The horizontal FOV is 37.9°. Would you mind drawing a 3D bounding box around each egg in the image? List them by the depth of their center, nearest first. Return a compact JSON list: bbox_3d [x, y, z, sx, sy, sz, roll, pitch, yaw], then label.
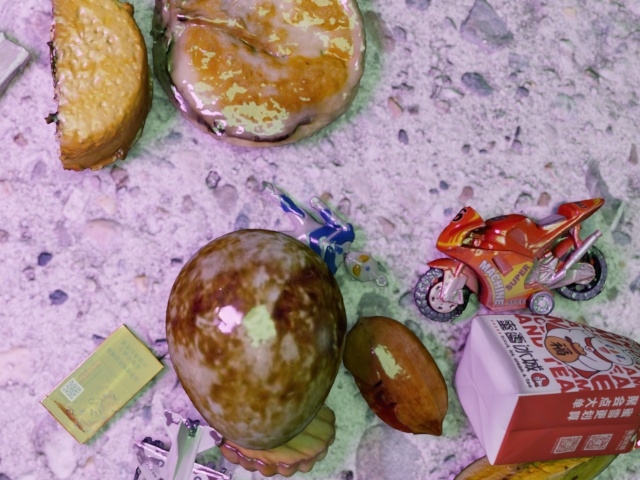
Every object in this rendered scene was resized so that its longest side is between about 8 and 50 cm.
[{"bbox_3d":[-0.081,0.128,1.224,0.238,0.238,0.290,-9,87,-9],"label":"egg"}]

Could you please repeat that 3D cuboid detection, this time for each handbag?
[{"bbox_3d":[0.353,0.195,1.302,0.298,0.171,0.151,-3,127,-16],"label":"handbag"}]

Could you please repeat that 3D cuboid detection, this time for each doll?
[{"bbox_3d":[0.000,0.000,1.340,0.227,0.057,0.114,27,78,-3],"label":"doll"}]

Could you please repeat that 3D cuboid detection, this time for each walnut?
[{"bbox_3d":[0.110,0.195,1.317,0.115,0.116,0.207,-39,99,-9],"label":"walnut"}]

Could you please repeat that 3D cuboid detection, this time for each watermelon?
[{"bbox_3d":[0.280,0.351,1.307,0.301,0.129,0.123,-18,82,-23],"label":"watermelon"}]

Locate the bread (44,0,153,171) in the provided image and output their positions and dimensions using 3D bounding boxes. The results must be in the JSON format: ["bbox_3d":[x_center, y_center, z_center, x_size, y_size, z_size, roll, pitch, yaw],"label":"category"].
[{"bbox_3d":[-0.298,-0.229,1.268,0.147,0.160,0.261,-2,79,-14],"label":"bread"}]

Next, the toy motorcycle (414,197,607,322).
[{"bbox_3d":[0.278,0.027,1.356,0.298,0.089,0.171,-8,94,-8],"label":"toy motorcycle"}]

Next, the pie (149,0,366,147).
[{"bbox_3d":[-0.090,-0.294,1.343,0.338,0.077,0.339,1,80,-8],"label":"pie"}]

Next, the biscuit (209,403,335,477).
[{"bbox_3d":[-0.071,0.280,1.299,0.183,0.061,0.118,9,43,-7],"label":"biscuit"}]

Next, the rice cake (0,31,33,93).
[{"bbox_3d":[-0.512,-0.209,1.293,0.124,0.038,0.211,34,82,-4],"label":"rice cake"}]

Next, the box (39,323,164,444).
[{"bbox_3d":[-0.302,0.199,1.296,0.089,0.022,0.156,45,81,-1],"label":"box"}]

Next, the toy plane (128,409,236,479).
[{"bbox_3d":[-0.199,0.335,1.271,0.159,0.082,0.234,18,106,12],"label":"toy plane"}]
